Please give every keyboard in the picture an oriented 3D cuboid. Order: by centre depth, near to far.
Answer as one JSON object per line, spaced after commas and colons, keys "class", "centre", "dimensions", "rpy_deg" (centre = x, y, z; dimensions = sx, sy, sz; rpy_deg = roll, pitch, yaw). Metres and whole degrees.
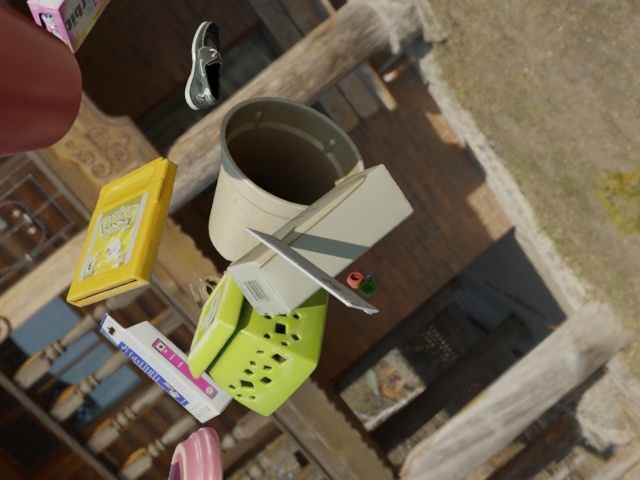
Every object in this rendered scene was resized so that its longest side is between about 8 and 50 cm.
{"class": "keyboard", "centre": [-0.018, 0.042, 1.146], "dimensions": [0.256, 0.014, 0.072], "rpy_deg": [34, -176, 41]}

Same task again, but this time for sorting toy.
{"class": "sorting toy", "centre": [0.118, 0.126, 2.078], "dimensions": [0.102, 0.061, 0.042], "rpy_deg": [42, 150, 38]}

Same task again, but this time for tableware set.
{"class": "tableware set", "centre": [-0.297, 0.192, 2.274], "dimensions": [0.194, 0.128, 0.039], "rpy_deg": [66, 155, 6]}

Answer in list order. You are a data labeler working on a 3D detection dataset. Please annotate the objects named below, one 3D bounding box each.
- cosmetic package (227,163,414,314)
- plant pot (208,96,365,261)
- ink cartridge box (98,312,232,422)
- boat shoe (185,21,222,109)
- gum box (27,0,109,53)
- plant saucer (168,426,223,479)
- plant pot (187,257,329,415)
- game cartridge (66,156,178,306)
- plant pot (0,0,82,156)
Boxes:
{"class": "cosmetic package", "centre": [0.000, 0.000, 1.368], "dimensions": [0.113, 0.309, 0.160], "rpy_deg": [55, 155, -10]}
{"class": "plant pot", "centre": [-0.113, -0.102, 1.733], "dimensions": [0.334, 0.334, 0.305], "rpy_deg": [49, 137, 16]}
{"class": "ink cartridge box", "centre": [-0.395, 0.310, 1.908], "dimensions": [0.371, 0.069, 0.176], "rpy_deg": [41, 150, -4]}
{"class": "boat shoe", "centre": [-0.268, -0.432, 1.851], "dimensions": [0.079, 0.233, 0.084], "rpy_deg": [-7, 158, 34]}
{"class": "gum box", "centre": [-0.446, -0.438, 1.366], "dimensions": [0.062, 0.188, 0.107], "rpy_deg": [15, 150, 9]}
{"class": "plant saucer", "centre": [-0.313, 0.622, 1.833], "dimensions": [0.084, 0.332, 0.332], "rpy_deg": [8, -170, -18]}
{"class": "plant pot", "centre": [-0.131, 0.180, 1.523], "dimensions": [0.207, 0.227, 0.228], "rpy_deg": [25, -138, -14]}
{"class": "game cartridge", "centre": [-0.460, -0.023, 1.761], "dimensions": [0.285, 0.323, 0.053], "rpy_deg": [-18, 144, 39]}
{"class": "plant pot", "centre": [-0.506, -0.238, 1.119], "dimensions": [0.275, 0.275, 0.243], "rpy_deg": [49, -162, 13]}
